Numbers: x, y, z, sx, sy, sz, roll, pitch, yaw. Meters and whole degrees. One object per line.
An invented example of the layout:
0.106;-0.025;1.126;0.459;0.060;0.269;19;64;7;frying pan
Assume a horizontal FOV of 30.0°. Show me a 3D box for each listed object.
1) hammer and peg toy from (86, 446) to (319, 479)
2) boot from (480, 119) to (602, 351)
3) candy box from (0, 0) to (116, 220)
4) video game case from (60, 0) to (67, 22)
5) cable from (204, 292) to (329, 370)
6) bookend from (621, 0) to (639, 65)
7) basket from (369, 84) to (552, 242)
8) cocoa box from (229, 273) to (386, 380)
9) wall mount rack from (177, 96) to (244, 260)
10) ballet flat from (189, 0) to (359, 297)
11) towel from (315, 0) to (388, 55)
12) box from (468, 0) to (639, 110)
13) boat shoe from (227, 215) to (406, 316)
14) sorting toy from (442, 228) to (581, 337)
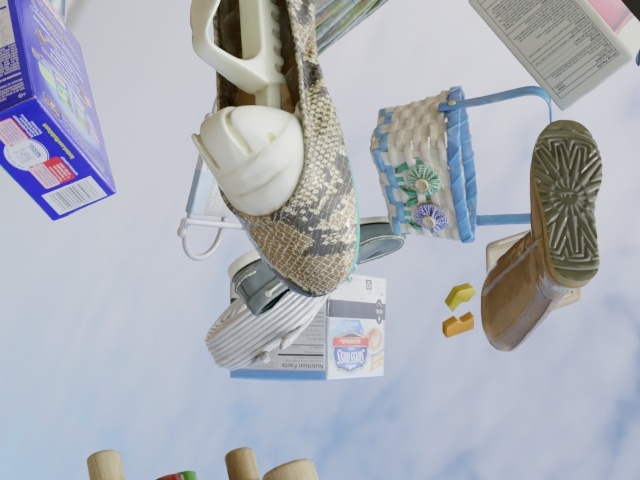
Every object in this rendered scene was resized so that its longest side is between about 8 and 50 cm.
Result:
-0.177;0.303;1.318;0.361;0.266;0.127;-38;-123;40;hammer and peg toy
0.279;-0.001;1.578;0.269;0.089;0.236;116;-18;-67;boot
-0.431;-0.235;1.760;0.122;0.268;0.317;-21;-122;6;candy box
-0.446;-0.443;2.084;0.122;0.011;0.087;110;-18;-53;video game case
-0.096;0.128;2.112;0.257;0.089;0.257;-28;-167;48;cable
0.548;-0.426;2.184;0.157;0.156;0.072;-62;162;-10;bookend
0.238;-0.118;1.912;0.288;0.255;0.201;-10;-144;12;basket
-0.021;0.185;2.562;0.347;0.231;0.228;12;77;-67;cocoa box
-0.177;-0.119;2.170;0.130;0.304;0.350;17;-83;32;wall mount rack
-0.074;-0.176;1.336;0.164;0.182;0.483;-17;-110;32;ballet flat
-0.038;-0.493;2.148;0.320;0.090;0.374;-36;-125;21;towel
0.369;-0.346;1.846;0.148;0.232;0.127;-38;-173;36;box
0.009;0.046;1.974;0.116;0.319;0.099;110;-40;-56;boat shoe
0.370;0.074;2.306;0.041;0.307;0.229;-127;-155;-49;sorting toy
